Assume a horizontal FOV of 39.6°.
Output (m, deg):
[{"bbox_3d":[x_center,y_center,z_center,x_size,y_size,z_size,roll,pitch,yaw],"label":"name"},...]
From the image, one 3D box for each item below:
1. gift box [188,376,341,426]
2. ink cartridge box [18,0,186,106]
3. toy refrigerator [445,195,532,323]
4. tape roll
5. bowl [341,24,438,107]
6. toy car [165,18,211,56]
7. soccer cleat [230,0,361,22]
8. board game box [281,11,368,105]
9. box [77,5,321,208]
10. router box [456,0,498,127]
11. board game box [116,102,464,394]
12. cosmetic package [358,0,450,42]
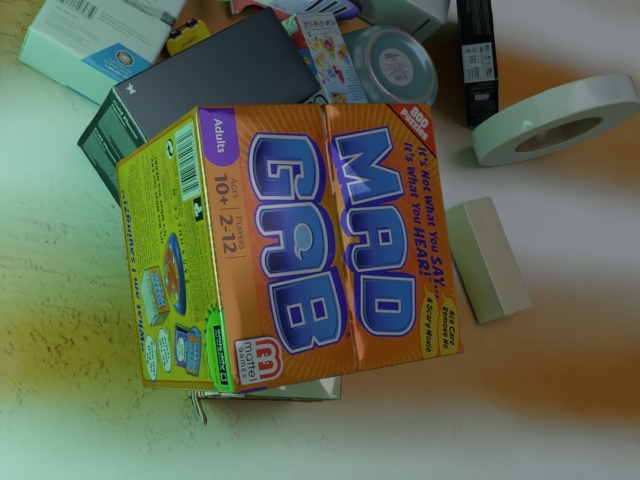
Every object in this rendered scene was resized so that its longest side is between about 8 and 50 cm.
[{"bbox_3d":[-0.113,0.192,1.589,0.258,0.255,0.276,7,72,-20],"label":"gift box"},{"bbox_3d":[-0.409,-0.435,1.729,0.223,0.129,0.307,29,61,-17],"label":"ink cartridge box"},{"bbox_3d":[0.373,0.045,2.026,0.102,0.094,0.269,-14,81,-39],"label":"toy refrigerator"},{"bbox_3d":[0.541,-0.272,2.052,0.392,0.392,0.072,-12,79,-32],"label":"tape roll"},{"bbox_3d":[0.141,-0.356,1.991,0.311,0.163,0.311,10,69,-27],"label":"bowl"},{"bbox_3d":[-0.214,-0.484,1.854,0.239,0.053,0.225,-5,108,-30],"label":"toy car"},{"bbox_3d":[-0.057,-0.525,1.986,0.318,0.108,0.116,9,89,-28],"label":"soccer cleat"},{"bbox_3d":[-0.013,-0.320,1.861,0.144,0.142,0.275,-22,91,-53],"label":"board game box"},{"bbox_3d":[-0.229,-0.228,1.625,0.343,0.312,0.179,-35,95,-26],"label":"box"},{"bbox_3d":[0.373,-0.457,2.111,0.081,0.243,0.308,-5,72,10],"label":"router box"},{"bbox_3d":[-0.060,0.016,1.300,0.356,0.356,0.356,-6,86,-30],"label":"board game box"},{"bbox_3d":[0.191,-0.625,2.124,0.225,0.138,0.224,26,63,-21],"label":"cosmetic package"}]
